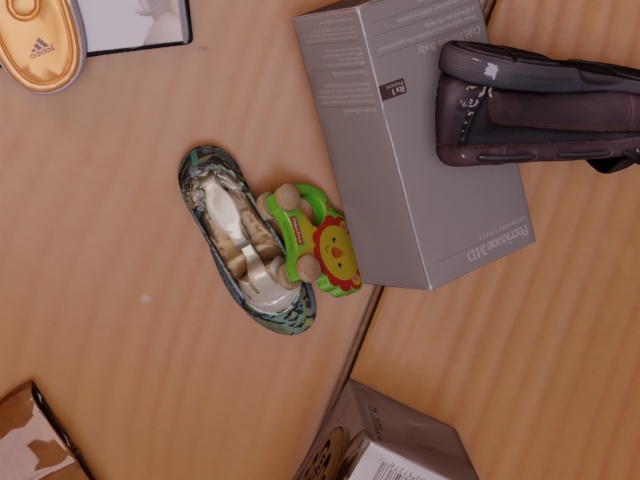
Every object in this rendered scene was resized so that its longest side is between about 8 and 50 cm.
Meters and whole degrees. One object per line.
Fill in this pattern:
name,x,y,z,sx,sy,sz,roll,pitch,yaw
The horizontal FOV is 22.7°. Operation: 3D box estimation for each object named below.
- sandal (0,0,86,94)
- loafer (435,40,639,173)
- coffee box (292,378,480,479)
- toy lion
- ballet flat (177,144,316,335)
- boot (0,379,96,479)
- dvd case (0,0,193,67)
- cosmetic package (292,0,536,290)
sandal,-0.254,-0.238,1.247,0.102,0.076,0.265,-24,103,1
loafer,0.212,-0.096,1.290,0.302,0.109,0.095,5,105,-34
coffee box,0.012,0.291,1.363,0.119,0.168,0.297,27,100,-10
toy lion,0.000,0.000,1.346,0.034,0.096,0.100,-24,80,42
ballet flat,-0.064,0.008,1.347,0.070,0.070,0.188,-33,103,3
boot,-0.307,0.295,1.397,0.280,0.096,0.264,-27,96,-6
dvd case,-0.208,-0.274,1.294,0.180,0.022,0.253,-7,103,-3
cosmetic package,0.078,-0.089,1.298,0.127,0.107,0.238,-25,104,-31
